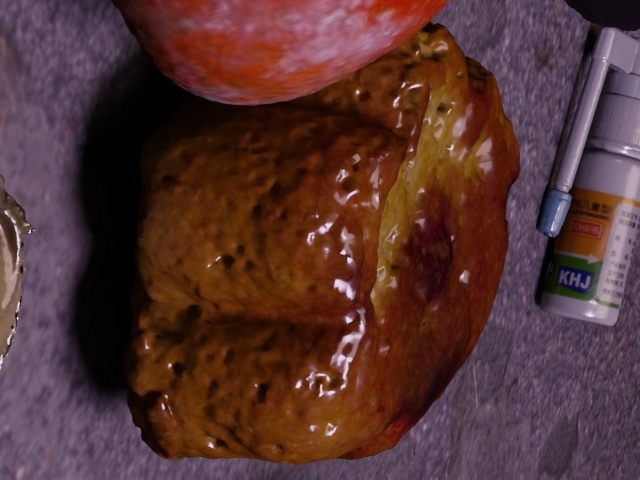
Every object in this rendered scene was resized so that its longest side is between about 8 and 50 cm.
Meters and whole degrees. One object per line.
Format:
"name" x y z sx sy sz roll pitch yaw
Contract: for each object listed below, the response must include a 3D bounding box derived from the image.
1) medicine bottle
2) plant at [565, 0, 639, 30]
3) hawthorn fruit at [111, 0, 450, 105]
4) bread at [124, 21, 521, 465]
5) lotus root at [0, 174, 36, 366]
"medicine bottle" 0.212 -0.049 1.359 0.092 0.061 0.221 15 88 -46
"plant" 0.201 -0.225 1.127 0.256 0.164 0.142 62 49 -76
"hawthorn fruit" -0.012 -0.142 0.696 0.173 0.173 0.173 -41 138 -51
"bread" -0.004 -0.008 0.830 0.247 0.135 0.232 -44 136 -50
"lotus root" -0.164 0.022 0.590 0.144 0.070 0.143 -62 146 -18
